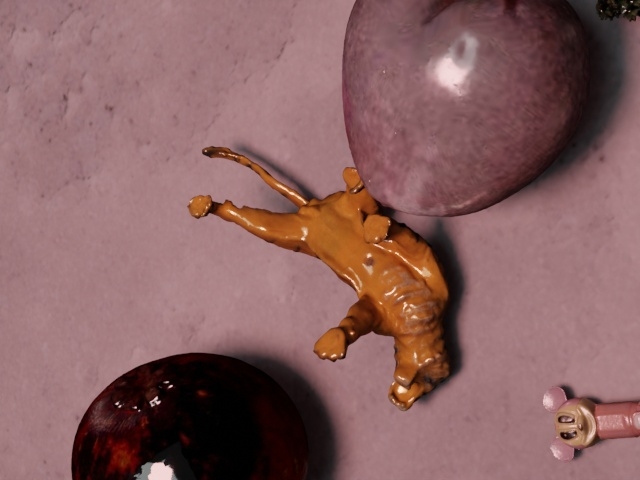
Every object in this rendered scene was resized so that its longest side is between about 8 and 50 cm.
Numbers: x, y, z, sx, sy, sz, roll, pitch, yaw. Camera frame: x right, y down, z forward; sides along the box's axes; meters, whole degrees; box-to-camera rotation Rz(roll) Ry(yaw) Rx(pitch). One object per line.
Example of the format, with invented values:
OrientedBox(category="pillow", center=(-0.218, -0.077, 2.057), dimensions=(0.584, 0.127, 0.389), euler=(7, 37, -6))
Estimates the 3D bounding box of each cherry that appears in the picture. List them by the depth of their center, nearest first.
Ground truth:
OrientedBox(category="cherry", center=(0.093, -0.100, 0.894), dimensions=(0.176, 0.140, 0.176), euler=(12, 109, 38))

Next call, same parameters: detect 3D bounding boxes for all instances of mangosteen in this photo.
OrientedBox(category="mangosteen", center=(-0.091, 0.181, 1.040), dimensions=(0.200, 0.200, 0.199), euler=(3, 95, 36))

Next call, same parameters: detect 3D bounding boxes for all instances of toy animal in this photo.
OrientedBox(category="toy animal", center=(0.006, -0.005, 1.002), dimensions=(0.114, 0.116, 0.255), euler=(-48, 58, 9))

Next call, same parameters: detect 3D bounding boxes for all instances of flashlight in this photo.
OrientedBox(category="flashlight", center=(0.194, 0.117, 0.900), dimensions=(0.110, 0.031, 0.052), euler=(-10, 87, 36))

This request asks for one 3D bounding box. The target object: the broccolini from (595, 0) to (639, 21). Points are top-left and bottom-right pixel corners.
OrientedBox(category="broccolini", center=(0.182, -0.234, 0.889), dimensions=(0.074, 0.058, 0.201), euler=(-24, 63, 20))
